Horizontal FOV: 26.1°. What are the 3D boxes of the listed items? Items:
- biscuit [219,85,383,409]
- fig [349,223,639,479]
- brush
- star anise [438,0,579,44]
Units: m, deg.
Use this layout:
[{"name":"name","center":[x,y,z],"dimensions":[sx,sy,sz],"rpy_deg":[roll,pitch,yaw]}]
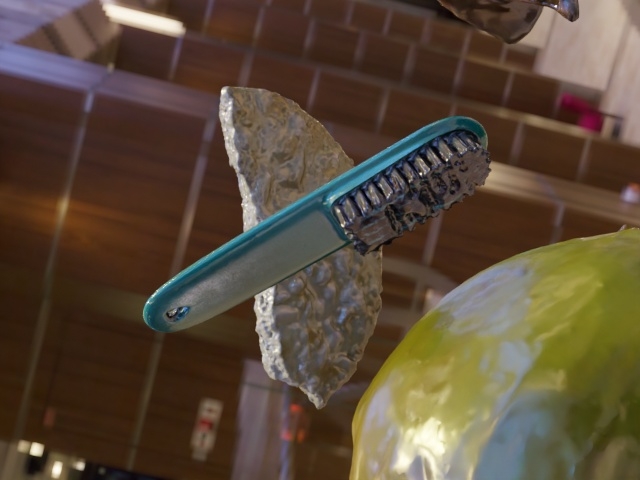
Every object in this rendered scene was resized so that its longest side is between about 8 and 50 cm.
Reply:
[{"name":"biscuit","center":[-0.007,-0.001,1.206],"dimensions":[0.038,0.141,0.289],"rpy_deg":[-1,102,55]},{"name":"fig","center":[0.198,0.161,1.062],"dimensions":[0.343,0.343,0.343],"rpy_deg":[-166,90,-86]},{"name":"brush","center":[0.000,0.000,0.676],"dimensions":[0.043,0.193,0.032],"rpy_deg":[56,-175,-44]},{"name":"star anise","center":[0.074,-0.262,0.867],"dimensions":[0.315,0.108,0.315],"rpy_deg":[-24,-90,-85]}]
